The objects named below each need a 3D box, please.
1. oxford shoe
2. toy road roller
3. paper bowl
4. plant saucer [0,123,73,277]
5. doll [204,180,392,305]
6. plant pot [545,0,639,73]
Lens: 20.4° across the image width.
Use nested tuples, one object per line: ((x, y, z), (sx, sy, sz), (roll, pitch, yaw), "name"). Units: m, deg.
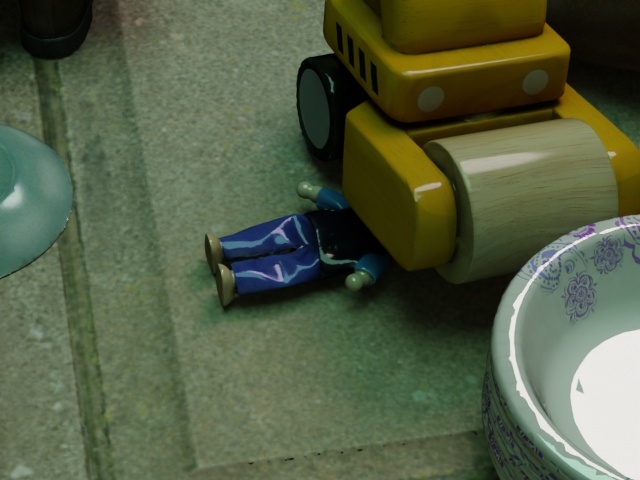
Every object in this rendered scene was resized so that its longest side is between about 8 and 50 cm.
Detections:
((-0.242, -0.285, 1.703), (0.083, 0.096, 0.227), (0, 47, -1), "oxford shoe")
((0.116, -0.141, 1.461), (0.203, 0.240, 0.329), (-11, 36, -19), "toy road roller")
((0.262, 0.127, 1.335), (0.284, 0.148, 0.284), (1, 50, -1), "paper bowl")
((-0.311, -0.046, 1.529), (0.195, 0.037, 0.195), (2, 48, -2), "plant saucer")
((0.000, 0.000, 1.499), (0.189, 0.046, 0.129), (-11, 48, -12), "doll")
((0.226, -0.260, 1.652), (0.230, 0.215, 0.215), (3, 47, 18), "plant pot")
